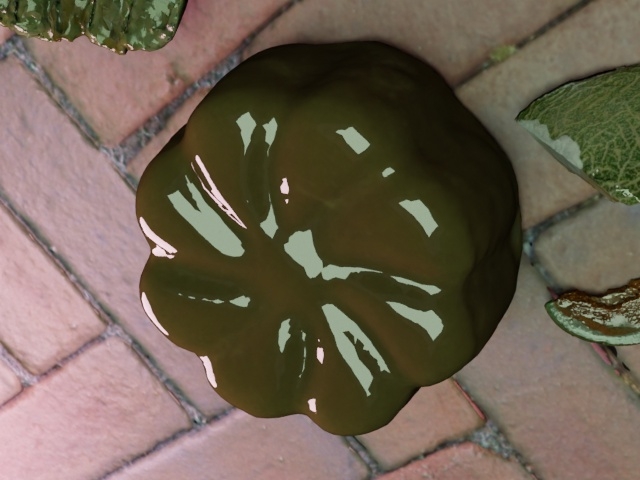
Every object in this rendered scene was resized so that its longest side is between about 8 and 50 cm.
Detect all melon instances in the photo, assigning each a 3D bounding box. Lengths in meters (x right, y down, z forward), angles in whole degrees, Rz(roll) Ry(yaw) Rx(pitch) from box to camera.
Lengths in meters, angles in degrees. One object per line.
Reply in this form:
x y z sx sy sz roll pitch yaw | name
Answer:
0.278 -0.081 0.932 0.202 0.139 0.093 -11 135 22 | melon

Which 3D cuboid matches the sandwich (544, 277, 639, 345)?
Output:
0.298 0.074 1.049 0.135 0.029 0.067 -11 113 24 | sandwich

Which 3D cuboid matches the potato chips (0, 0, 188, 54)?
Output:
-0.248 -0.381 0.985 0.358 0.070 0.429 22 121 12 | potato chips

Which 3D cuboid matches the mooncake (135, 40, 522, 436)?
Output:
0.000 0.000 1.019 0.378 0.201 0.378 8 118 15 | mooncake
